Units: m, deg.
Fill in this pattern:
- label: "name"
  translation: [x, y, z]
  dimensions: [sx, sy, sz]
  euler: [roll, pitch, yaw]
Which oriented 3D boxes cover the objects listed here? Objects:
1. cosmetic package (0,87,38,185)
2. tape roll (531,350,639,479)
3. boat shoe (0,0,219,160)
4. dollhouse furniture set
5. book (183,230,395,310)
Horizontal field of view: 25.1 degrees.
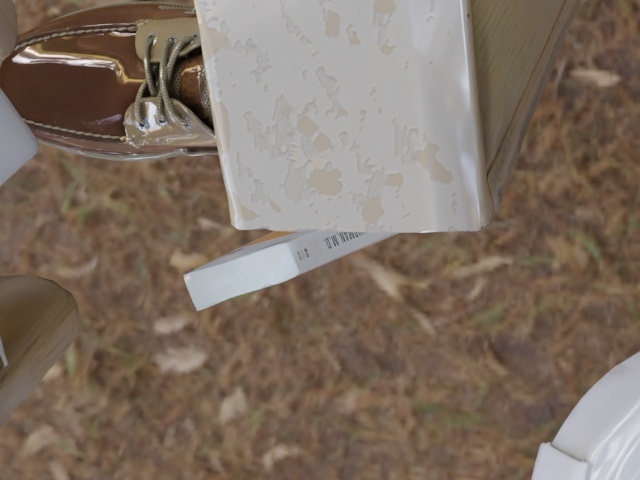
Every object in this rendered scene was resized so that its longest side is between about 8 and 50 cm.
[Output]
- label: "cosmetic package"
  translation: [-0.455, -0.066, 0.825]
  dimensions: [0.393, 0.327, 0.329]
  euler: [-7, 124, 45]
- label: "tape roll"
  translation: [0.270, 0.193, 0.870]
  dimensions: [0.286, 0.100, 0.286]
  euler: [0, 90, -5]
- label: "boat shoe"
  translation: [-0.081, -0.116, 1.014]
  dimensions: [0.324, 0.116, 0.123]
  euler: [-1, 91, 4]
- label: "dollhouse furniture set"
  translation: [-0.121, -0.128, 0.491]
  dimensions: [0.394, 0.256, 0.362]
  euler: [0, 114, 18]
- label: "book"
  translation: [0.000, 0.000, 0.874]
  dimensions: [0.096, 0.144, 0.035]
  euler: [-19, 92, 46]
